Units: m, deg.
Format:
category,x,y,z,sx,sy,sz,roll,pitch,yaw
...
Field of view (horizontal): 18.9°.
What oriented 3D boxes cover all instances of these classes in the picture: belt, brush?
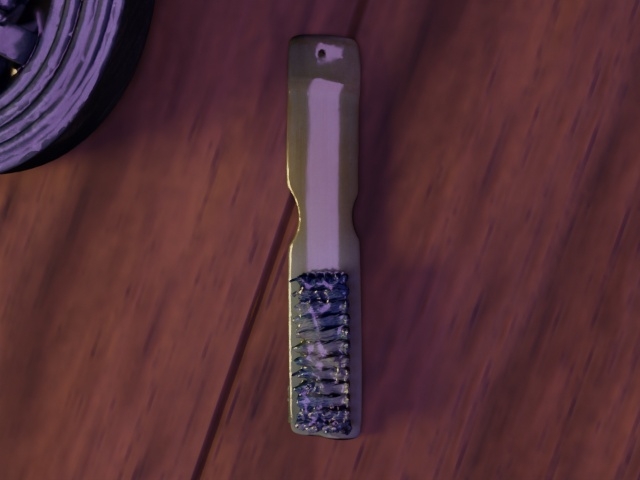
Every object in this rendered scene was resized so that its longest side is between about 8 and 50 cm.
category,x,y,z,sx,sy,sz,roll,pitch,yaw
belt,-0.141,-0.121,0.801,0.141,0.082,0.190,4,95,3
brush,0.000,0.000,0.835,0.033,0.030,0.179,0,94,11
